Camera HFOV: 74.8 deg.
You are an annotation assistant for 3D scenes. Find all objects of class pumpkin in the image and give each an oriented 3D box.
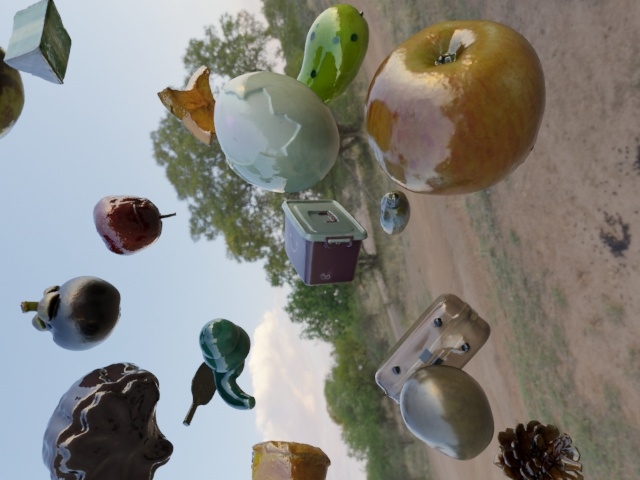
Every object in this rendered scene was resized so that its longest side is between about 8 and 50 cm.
[{"bbox_3d":[-0.435,-0.493,1.551,0.258,0.095,0.290,48,-143,-14],"label":"pumpkin"}]

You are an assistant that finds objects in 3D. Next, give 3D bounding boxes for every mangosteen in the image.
[{"bbox_3d":[-0.856,0.245,1.443,0.301,0.275,0.275,16,-131,-32],"label":"mangosteen"}]

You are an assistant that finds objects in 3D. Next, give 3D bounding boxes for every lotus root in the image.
[{"bbox_3d":[0.214,-0.085,1.201,0.192,0.088,0.113,63,-145,-68],"label":"lotus root"}]

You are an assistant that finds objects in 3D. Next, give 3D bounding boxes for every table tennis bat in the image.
[{"bbox_3d":[-0.420,0.532,1.462,0.235,0.022,0.131,-72,-35,-50],"label":"table tennis bat"}]

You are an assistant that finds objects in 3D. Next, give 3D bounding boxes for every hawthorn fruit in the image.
[{"bbox_3d":[-0.644,-0.060,1.472,0.230,0.265,0.211,-167,70,-66],"label":"hawthorn fruit"}]

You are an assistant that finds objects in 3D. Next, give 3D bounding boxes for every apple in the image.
[{"bbox_3d":[0.294,-0.301,0.936,0.401,0.399,0.334,-96,2,-46],"label":"apple"}]

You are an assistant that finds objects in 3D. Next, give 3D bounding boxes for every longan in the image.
[{"bbox_3d":[0.246,0.331,0.816,0.187,0.167,0.167,54,-176,4],"label":"longan"}]

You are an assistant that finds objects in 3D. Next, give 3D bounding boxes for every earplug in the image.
[{"bbox_3d":[-0.307,0.386,1.346,0.258,0.163,0.281,-92,-12,-51],"label":"earplug"}]

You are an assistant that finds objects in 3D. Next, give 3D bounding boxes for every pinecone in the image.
[{"bbox_3d":[0.628,0.622,1.206,0.203,0.228,0.201,-63,-30,-30],"label":"pinecone"}]

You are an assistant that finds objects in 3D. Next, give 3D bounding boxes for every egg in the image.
[{"bbox_3d":[-0.117,-0.269,1.044,0.335,0.278,0.279,22,-132,-44],"label":"egg"}]

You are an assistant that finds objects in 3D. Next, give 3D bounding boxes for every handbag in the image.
[{"bbox_3d":[0.294,0.277,1.101,0.149,0.302,0.283,39,-171,11],"label":"handbag"}]

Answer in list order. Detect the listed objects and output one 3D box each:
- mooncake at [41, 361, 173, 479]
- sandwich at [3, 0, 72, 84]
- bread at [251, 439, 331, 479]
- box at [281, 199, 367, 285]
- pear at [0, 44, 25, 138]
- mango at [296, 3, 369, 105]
[{"bbox_3d":[-0.624,0.586,1.260,0.350,0.212,0.382,-29,-71,-44],"label":"mooncake"},{"bbox_3d":[-0.343,-0.254,0.544,0.074,0.116,0.074,14,-94,-54],"label":"sandwich"},{"bbox_3d":[-0.070,0.664,1.235,0.134,0.259,0.130,130,151,-48],"label":"bread"},{"bbox_3d":[0.000,0.000,1.234,0.294,0.193,0.168,-126,36,-58],"label":"box"},{"bbox_3d":[-0.804,-0.338,0.902,0.283,0.283,0.284,-12,-90,-85],"label":"pear"},{"bbox_3d":[0.027,-0.506,1.175,0.175,0.293,0.143,38,-149,8],"label":"mango"}]
